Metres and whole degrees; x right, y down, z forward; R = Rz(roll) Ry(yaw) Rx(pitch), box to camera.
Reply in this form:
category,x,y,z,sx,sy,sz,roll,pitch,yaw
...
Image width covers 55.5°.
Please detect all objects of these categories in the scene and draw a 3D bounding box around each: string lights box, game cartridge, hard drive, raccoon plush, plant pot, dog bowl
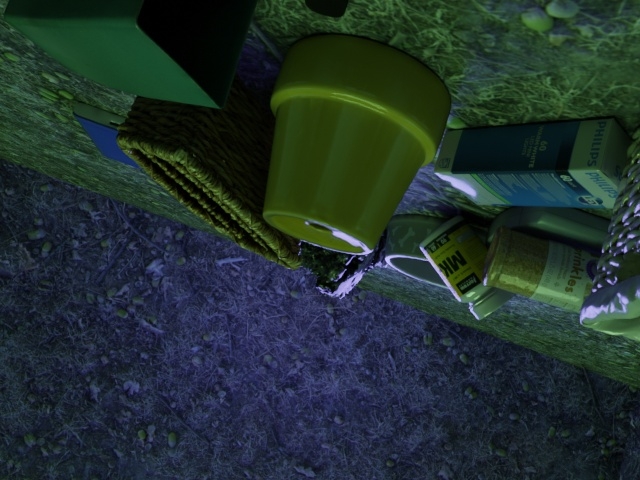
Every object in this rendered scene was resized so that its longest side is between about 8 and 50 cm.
category,x,y,z,sx,sy,sz,roll,pitch,yaw
string lights box,0.313,-0.105,0.886,0.133,0.077,0.259,27,166,-40
game cartridge,0.450,-0.005,1.223,0.198,0.062,0.297,15,169,-1
hard drive,-0.502,-0.252,1.596,0.210,0.040,0.319,19,169,-4
raccoon plush,0.000,0.000,1.653,0.299,0.216,0.446,33,-177,22
plant pot,0.033,-0.118,0.865,0.253,0.239,0.254,17,168,4
plant pot,-0.225,-0.269,0.695,0.234,0.166,0.165,10,166,24
dog bowl,0.322,0.046,1.548,0.348,0.102,0.349,17,168,4

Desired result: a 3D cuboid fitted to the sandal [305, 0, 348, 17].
category,x,y,z,sx,sy,sz,roll,pitch,yaw
sandal,0.008,-0.277,0.639,0.067,0.040,0.179,18,169,3

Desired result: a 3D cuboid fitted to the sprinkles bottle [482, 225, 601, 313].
category,x,y,z,sx,sy,sz,roll,pitch,yaw
sprinkles bottle,0.484,0.078,1.114,0.355,0.121,0.121,17,169,9

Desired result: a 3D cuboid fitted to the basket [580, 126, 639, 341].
category,x,y,z,sx,sy,sz,roll,pitch,yaw
basket,0.489,-0.005,0.592,0.331,0.267,0.328,18,169,9

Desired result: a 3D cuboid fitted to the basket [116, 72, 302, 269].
category,x,y,z,sx,sy,sz,roll,pitch,yaw
basket,-0.175,-0.095,0.959,0.213,0.223,0.299,-14,141,28

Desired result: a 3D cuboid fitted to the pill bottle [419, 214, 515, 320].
category,x,y,z,sx,sy,sz,roll,pitch,yaw
pill bottle,0.320,0.060,1.320,0.209,0.119,0.119,55,175,12
